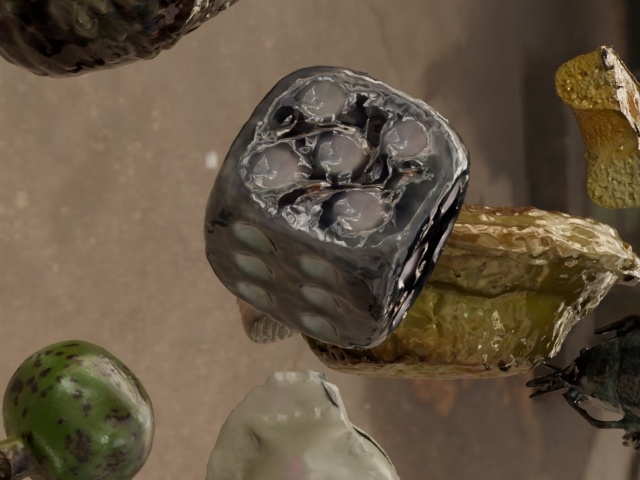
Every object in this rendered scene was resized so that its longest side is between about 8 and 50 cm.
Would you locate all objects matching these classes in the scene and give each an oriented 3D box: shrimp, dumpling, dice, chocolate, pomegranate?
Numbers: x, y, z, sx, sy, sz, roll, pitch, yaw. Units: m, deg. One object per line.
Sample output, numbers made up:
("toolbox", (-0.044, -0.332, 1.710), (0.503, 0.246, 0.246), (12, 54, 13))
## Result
("shrimp", (0.336, 0.158, 1.455), (0.137, 0.372, 0.172), (5, 77, -22))
("dumpling", (-0.006, 0.184, 1.016), (0.188, 0.127, 0.108), (59, -5, -6))
("dice", (0.015, -0.027, 1.280), (0.183, 0.181, 0.182), (-57, 164, -24))
("chocolate", (-0.230, -0.283, 1.547), (0.225, 0.340, 0.210), (66, 31, -21))
("pomegranate", (-0.329, 0.242, 1.885), (0.263, 0.211, 0.211), (-32, 119, -31))

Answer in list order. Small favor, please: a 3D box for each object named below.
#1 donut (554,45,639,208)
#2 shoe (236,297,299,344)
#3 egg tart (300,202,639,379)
("donut", (0.149, -0.059, 0.780), (0.083, 0.038, 0.067), (39, 47, -48))
("shoe", (0.001, -0.002, 2.252), (0.351, 0.172, 0.198), (-24, 68, -26))
("egg tart", (0.124, 0.058, 1.582), (0.443, 0.443, 0.178), (13, 78, -59))
